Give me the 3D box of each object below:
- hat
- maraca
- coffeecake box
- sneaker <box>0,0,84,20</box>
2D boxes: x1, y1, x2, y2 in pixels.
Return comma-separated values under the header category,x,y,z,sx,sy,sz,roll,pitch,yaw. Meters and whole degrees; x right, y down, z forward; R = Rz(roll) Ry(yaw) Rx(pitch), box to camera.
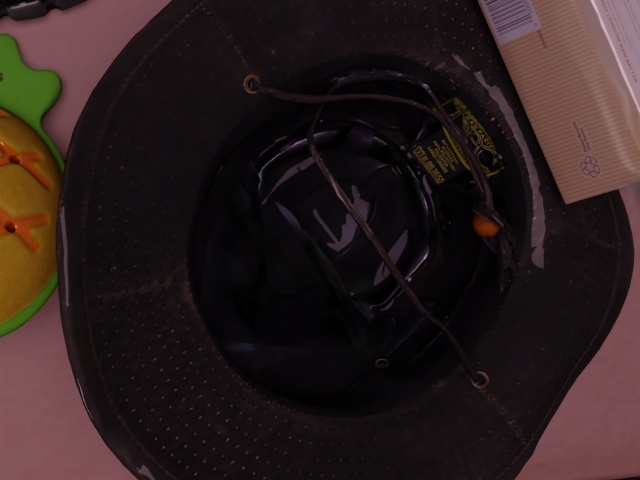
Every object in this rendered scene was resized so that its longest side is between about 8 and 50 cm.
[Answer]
category,x,y,z,sx,sy,sz,roll,pitch,yaw
hat,0.000,0.000,0.696,0.331,0.134,0.331,2,85,-26
maraca,-0.195,-0.031,0.691,0.127,0.099,0.185,4,67,-16
coffeecake box,0.180,-0.123,0.701,0.185,0.068,0.142,-29,97,-40
sneaker,-0.121,-0.205,0.704,0.267,0.101,0.106,-23,73,-5
